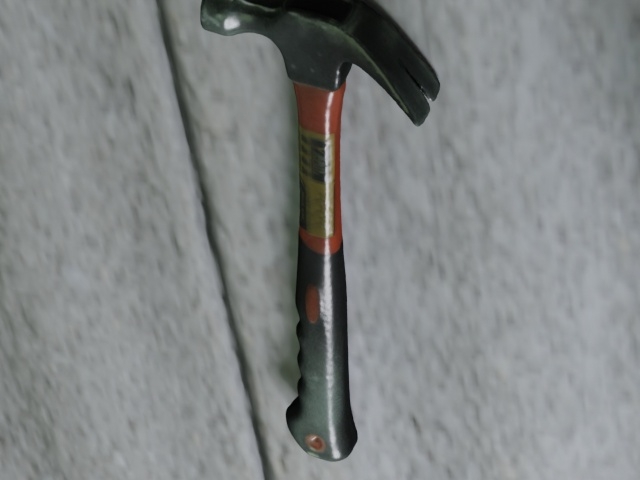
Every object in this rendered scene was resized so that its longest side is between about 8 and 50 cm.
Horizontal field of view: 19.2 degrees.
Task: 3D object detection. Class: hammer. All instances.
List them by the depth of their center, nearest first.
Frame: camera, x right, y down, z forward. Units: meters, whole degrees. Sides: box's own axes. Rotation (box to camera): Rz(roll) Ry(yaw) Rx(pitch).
[{"bbox_3d":[0.000,0.000,0.943,0.111,0.033,0.287,14,132,16],"label":"hammer"}]
